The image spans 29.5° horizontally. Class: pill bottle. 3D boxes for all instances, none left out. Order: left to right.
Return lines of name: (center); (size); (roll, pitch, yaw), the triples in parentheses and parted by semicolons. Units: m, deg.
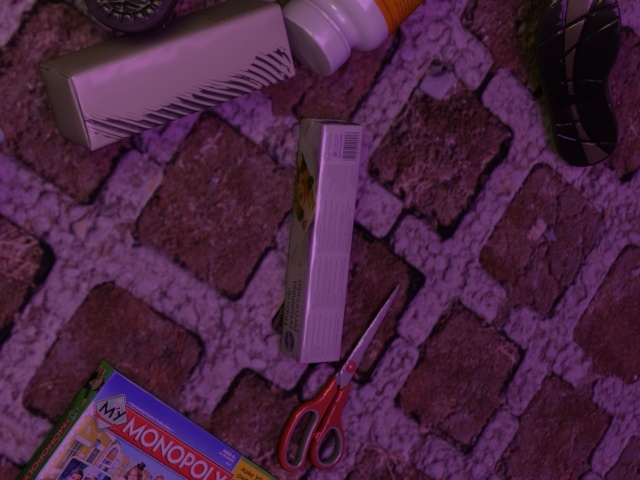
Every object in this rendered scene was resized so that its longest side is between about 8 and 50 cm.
pill bottle: (0.059, -0.324, 1.521); (0.246, 0.136, 0.136); (-46, 122, -13)

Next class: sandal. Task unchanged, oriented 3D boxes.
sandal: (0.371, -0.246, 1.769); (0.120, 0.086, 0.303); (-5, 128, 7)

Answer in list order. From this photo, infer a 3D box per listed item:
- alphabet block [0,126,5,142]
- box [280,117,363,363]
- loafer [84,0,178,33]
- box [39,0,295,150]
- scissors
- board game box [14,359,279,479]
alphabet block: (-0.466, -0.135, 1.214); (0.192, 0.193, 0.197); (-42, 120, -17)
box: (0.000, 0.000, 1.614); (0.067, 0.063, 0.324); (-2, 104, -30)
loafer: (-0.179, -0.398, 1.383); (0.133, 0.130, 0.366); (21, 81, -1)
box: (-0.176, -0.200, 1.426); (0.275, 0.113, 0.094); (-24, 115, -23)
scissors: (0.026, 0.190, 1.705); (0.109, 0.021, 0.297); (18, 94, -32)
board game box: (-0.223, 0.324, 1.574); (0.317, 0.046, 0.213); (40, 81, -33)
